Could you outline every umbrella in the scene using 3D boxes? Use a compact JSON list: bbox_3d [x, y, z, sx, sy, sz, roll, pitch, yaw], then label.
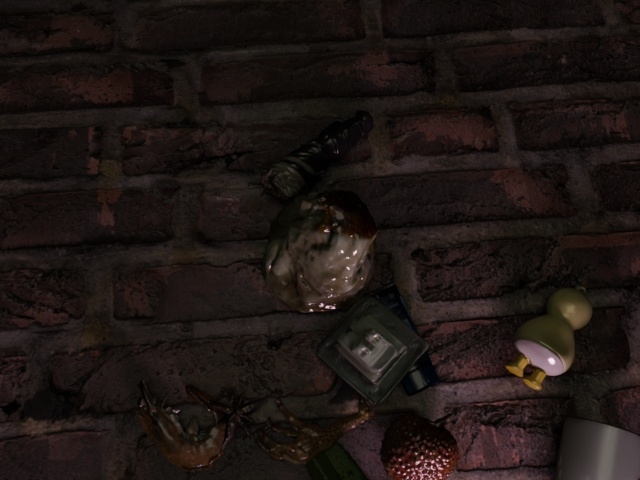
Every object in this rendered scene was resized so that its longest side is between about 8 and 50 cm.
[{"bbox_3d":[0.000,-0.228,1.520,0.358,0.106,0.113,-39,85,-21],"label":"umbrella"}]

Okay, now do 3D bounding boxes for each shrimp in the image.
[{"bbox_3d":[-0.313,0.407,1.312,0.173,0.058,0.253,-31,78,-19],"label":"shrimp"}]

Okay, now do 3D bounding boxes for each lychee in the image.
[{"bbox_3d":[0.221,0.450,1.251,0.165,0.165,0.197,29,89,8],"label":"lychee"}]

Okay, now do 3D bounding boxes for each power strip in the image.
[{"bbox_3d":[0.114,0.245,1.329,0.213,0.064,0.198,36,80,26],"label":"power strip"}]

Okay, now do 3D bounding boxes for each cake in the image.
[{"bbox_3d":[0.051,0.519,1.214,0.100,0.099,0.235,-27,48,-16],"label":"cake"}]

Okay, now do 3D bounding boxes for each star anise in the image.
[{"bbox_3d":[-0.182,0.392,1.316,0.129,0.056,0.124,-18,68,-20],"label":"star anise"}]

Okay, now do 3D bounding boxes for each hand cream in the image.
[{"bbox_3d":[0.187,0.234,1.381,0.120,0.061,0.270,-23,68,-10],"label":"hand cream"}]

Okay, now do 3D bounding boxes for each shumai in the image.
[{"bbox_3d":[0.000,0.000,1.344,0.304,0.263,0.309,-29,75,-12],"label":"shumai"}]

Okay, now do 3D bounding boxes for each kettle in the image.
[{"bbox_3d":[0.616,0.532,1.246,0.221,0.161,0.236,27,71,-25],"label":"kettle"}]

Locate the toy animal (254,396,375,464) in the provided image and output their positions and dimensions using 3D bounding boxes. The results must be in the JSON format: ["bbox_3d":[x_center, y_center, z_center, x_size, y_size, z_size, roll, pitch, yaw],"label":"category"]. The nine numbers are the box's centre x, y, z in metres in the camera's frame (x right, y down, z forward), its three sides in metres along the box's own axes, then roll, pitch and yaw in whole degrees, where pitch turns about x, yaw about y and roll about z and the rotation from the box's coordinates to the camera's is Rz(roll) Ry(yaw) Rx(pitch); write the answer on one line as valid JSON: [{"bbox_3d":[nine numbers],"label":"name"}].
[{"bbox_3d":[-0.011,0.432,1.303,0.276,0.054,0.149,-1,56,0],"label":"toy animal"}]

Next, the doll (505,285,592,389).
[{"bbox_3d":[0.560,0.220,1.370,0.141,0.117,0.296,38,61,17],"label":"doll"}]
